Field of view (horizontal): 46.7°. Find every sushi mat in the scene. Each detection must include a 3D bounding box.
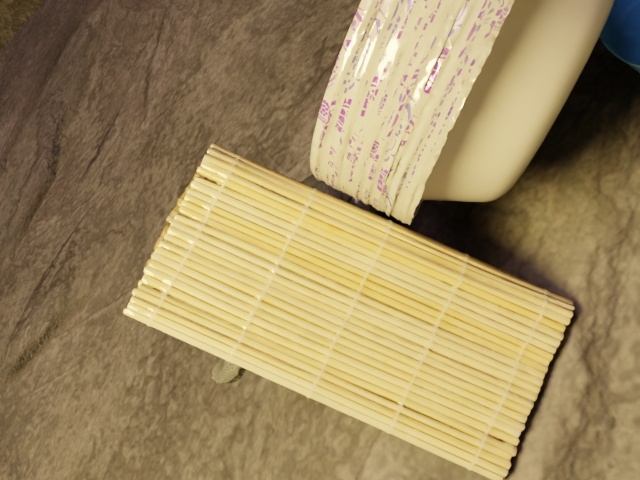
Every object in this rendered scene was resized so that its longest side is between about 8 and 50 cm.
[{"bbox_3d":[0.021,0.050,0.567,0.019,0.316,0.152,92,-159,-80],"label":"sushi mat"}]

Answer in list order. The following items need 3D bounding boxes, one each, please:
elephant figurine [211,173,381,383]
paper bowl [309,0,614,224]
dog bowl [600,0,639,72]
[{"bbox_3d":[0.000,0.000,0.717,0.240,0.185,0.170,-90,6,-48],"label":"elephant figurine"},{"bbox_3d":[0.117,-0.145,0.567,0.148,0.284,0.284,28,83,7],"label":"paper bowl"},{"bbox_3d":[0.349,-0.227,0.552,0.297,0.074,0.166,-46,40,11],"label":"dog bowl"}]
